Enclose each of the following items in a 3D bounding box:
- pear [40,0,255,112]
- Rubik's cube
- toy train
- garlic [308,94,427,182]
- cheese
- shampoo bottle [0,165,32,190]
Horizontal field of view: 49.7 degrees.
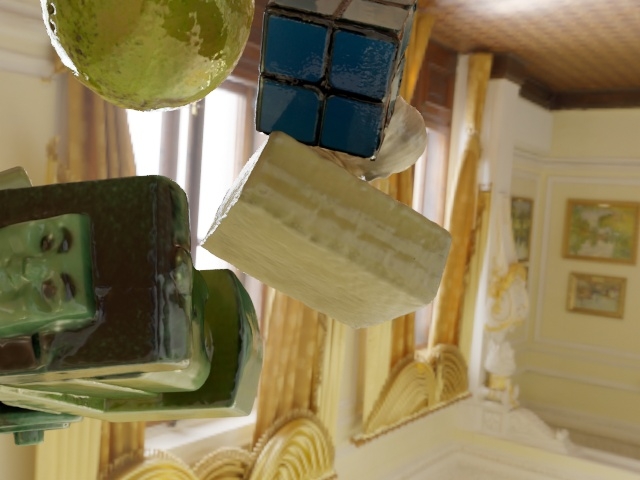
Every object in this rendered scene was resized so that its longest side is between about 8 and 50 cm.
[{"bbox_3d":[-0.280,-0.422,1.172,0.391,0.390,0.391,4,-177,0],"label":"pear"},{"bbox_3d":[0.023,-0.233,0.902,0.167,0.183,0.180,15,-139,6],"label":"Rubik's cube"},{"bbox_3d":[-0.188,0.063,0.503,0.254,0.160,0.397,-4,162,3],"label":"toy train"},{"bbox_3d":[0.034,-0.219,1.117,0.281,0.184,0.203,9,-141,38],"label":"garlic"},{"bbox_3d":[0.000,0.000,0.909,0.266,0.123,0.242,29,160,-12],"label":"cheese"},{"bbox_3d":[-0.650,-0.085,1.355,0.162,0.079,0.079,-24,-165,-23],"label":"shampoo bottle"}]
